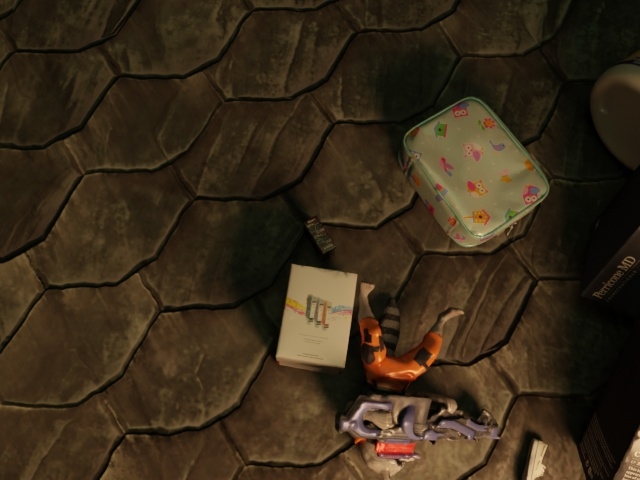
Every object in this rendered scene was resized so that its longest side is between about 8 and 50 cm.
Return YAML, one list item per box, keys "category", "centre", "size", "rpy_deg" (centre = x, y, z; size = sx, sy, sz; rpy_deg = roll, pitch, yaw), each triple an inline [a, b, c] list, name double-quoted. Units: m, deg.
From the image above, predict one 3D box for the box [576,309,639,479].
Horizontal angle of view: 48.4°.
- category: "box"
  centre: [0.664, 0.325, 1.195]
  size: [0.343, 0.179, 0.313]
  rpy_deg: [15, 114, 2]

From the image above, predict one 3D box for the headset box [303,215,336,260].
- category: "headset box"
  centre: [0.000, 0.000, 1.405]
  size: [0.032, 0.062, 0.083]
  rpy_deg: [-29, 77, -9]

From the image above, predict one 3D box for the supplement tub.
- category: "supplement tub"
  centre: [0.740, -0.306, 1.422]
  size: [0.331, 0.241, 0.241]
  rpy_deg: [-32, 77, -10]

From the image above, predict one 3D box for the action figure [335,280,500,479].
- category: "action figure"
  centre: [0.164, 0.274, 1.314]
  size: [0.341, 0.178, 0.331]
  rpy_deg: [19, 80, -25]

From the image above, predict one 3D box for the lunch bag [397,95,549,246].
- category: "lunch bag"
  centre: [0.309, -0.136, 1.430]
  size: [0.224, 0.108, 0.279]
  rpy_deg: [-32, 78, -13]

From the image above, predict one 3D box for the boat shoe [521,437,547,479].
- category: "boat shoe"
  centre: [0.396, 0.418, 1.313]
  size: [0.035, 0.035, 0.100]
  rpy_deg: [18, 68, 6]

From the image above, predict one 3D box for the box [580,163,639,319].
- category: "box"
  centre: [0.726, 0.024, 1.274]
  size: [0.395, 0.294, 0.212]
  rpy_deg: [23, 52, 6]

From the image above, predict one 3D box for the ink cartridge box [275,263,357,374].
- category: "ink cartridge box"
  centre: [-0.007, 0.148, 1.328]
  size: [0.127, 0.128, 0.176]
  rpy_deg: [10, 73, 1]
